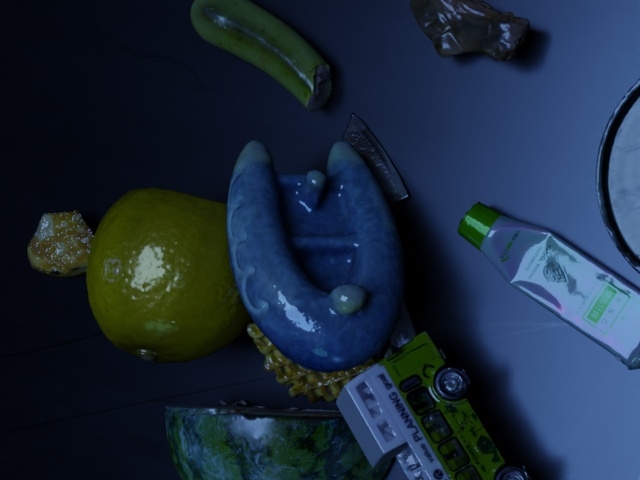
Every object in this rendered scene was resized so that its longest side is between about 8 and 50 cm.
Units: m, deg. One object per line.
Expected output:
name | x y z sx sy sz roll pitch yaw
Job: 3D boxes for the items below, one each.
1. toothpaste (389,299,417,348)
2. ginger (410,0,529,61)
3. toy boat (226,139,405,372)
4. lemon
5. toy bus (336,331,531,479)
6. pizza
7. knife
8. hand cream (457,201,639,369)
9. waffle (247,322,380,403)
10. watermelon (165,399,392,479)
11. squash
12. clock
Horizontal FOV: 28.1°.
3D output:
toothpaste | 0.103 0.115 1.650 0.048 0.031 0.190 -21 80 18
ginger | 0.157 -0.320 1.630 0.122 0.084 0.290 -38 64 -1
toy boat | 0.000 0.000 1.563 0.123 0.215 0.329 115 153 -54
lemon | -0.193 0.057 1.691 0.241 0.240 0.219 7 75 30
toy bus | 0.149 0.269 1.534 0.139 0.113 0.301 -27 74 -15
pizza | -0.380 0.006 1.929 0.160 0.036 0.099 -7 84 29
knife | 0.081 -0.069 1.681 0.060 0.028 0.230 -28 70 16
hand cream | 0.289 0.047 1.546 0.275 0.050 0.079 36 131 22
waffle | -0.005 0.137 1.656 0.191 0.038 0.191 13 127 17
watermelon | -0.051 0.279 1.672 0.305 0.180 0.224 -2 130 26
squash | -0.081 -0.271 1.756 0.250 0.083 0.083 37 105 23
clock | 0.463 -0.076 1.439 0.313 0.061 0.312 -2 86 29
